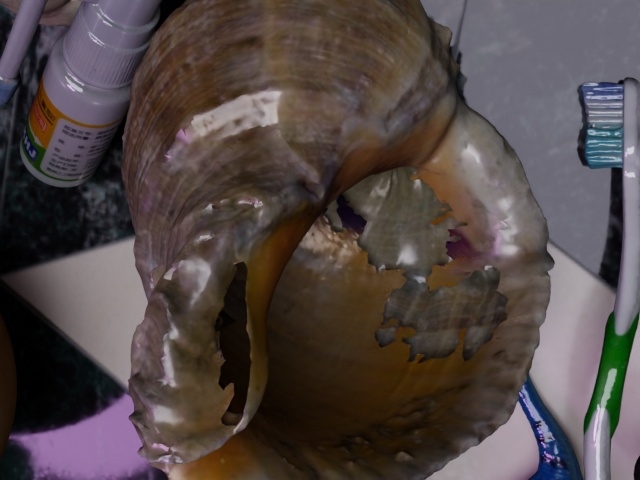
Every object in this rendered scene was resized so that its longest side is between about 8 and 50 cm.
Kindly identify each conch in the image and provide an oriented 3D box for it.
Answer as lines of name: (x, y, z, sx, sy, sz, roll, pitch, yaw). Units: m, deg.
conch: (-0.006, 0.003, 0.561, 0.297, 0.210, 0.352, 31, 70, -13)

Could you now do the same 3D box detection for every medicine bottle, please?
medicine bottle: (-0.164, -0.111, 0.582, 0.092, 0.220, 0.061, 7, 63, -27)

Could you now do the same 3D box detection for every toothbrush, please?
toothbrush: (0.191, 0.097, 0.575, 0.040, 0.042, 0.418, 0, 82, 17)

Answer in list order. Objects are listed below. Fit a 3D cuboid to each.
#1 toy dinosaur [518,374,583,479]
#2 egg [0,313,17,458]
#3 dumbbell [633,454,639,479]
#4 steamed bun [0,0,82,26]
toy dinosaur: (0.159, 0.232, 0.622, 0.144, 0.076, 0.329, 14, 92, 15)
egg: (-0.381, 0.078, 0.608, 0.351, 0.282, 0.283, 22, 101, 5)
dumbbell: (0.302, 0.116, 0.521, 0.192, 0.192, 0.290, 22, 100, 8)
steamed bun: (-0.176, -0.238, 0.604, 0.211, 0.144, 0.218, 25, 73, -4)
